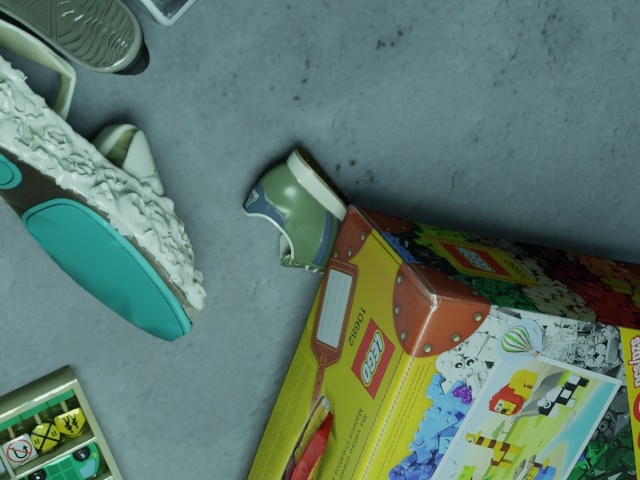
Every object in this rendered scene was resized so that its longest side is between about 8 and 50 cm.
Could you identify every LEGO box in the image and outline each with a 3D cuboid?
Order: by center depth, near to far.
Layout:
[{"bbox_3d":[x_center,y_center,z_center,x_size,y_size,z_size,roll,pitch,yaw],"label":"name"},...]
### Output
[{"bbox_3d":[0.137,0.251,1.384,0.372,0.193,0.500,10,112,-27],"label":"LEGO box"}]

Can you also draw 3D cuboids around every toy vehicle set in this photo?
[{"bbox_3d":[-0.320,0.246,1.322,0.267,0.035,0.166,-26,116,-12],"label":"toy vehicle set"}]

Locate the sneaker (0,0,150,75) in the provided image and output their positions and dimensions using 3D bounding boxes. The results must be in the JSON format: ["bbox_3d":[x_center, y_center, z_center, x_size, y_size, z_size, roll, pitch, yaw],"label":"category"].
[{"bbox_3d":[-0.236,-0.212,1.182,0.222,0.118,0.083,44,88,1],"label":"sneaker"}]

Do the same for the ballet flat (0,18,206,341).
[{"bbox_3d":[-0.222,-0.078,1.203,0.147,0.147,0.409,-47,118,-1],"label":"ballet flat"}]

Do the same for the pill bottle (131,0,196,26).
[{"bbox_3d":[-0.087,-0.305,1.173,0.245,0.130,0.130,-46,118,-2],"label":"pill bottle"}]

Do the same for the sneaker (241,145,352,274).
[{"bbox_3d":[0.000,0.000,1.360,0.086,0.064,0.192,-36,122,8],"label":"sneaker"}]
